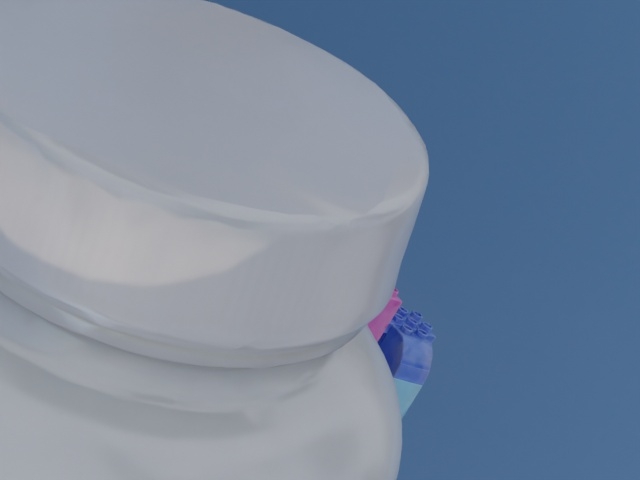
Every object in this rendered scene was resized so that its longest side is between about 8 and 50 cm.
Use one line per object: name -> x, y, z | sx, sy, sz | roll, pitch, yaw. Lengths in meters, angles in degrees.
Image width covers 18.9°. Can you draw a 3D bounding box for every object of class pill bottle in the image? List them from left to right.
pill bottle -> -0.075, 0.087, 0.554 | 0.169, 0.169, 0.301 | -13, -49, -47

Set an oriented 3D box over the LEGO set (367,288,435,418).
LEGO set -> 0.000, 0.000, 0.897 | 0.087, 0.227, 0.093 | 18, -69, -39
